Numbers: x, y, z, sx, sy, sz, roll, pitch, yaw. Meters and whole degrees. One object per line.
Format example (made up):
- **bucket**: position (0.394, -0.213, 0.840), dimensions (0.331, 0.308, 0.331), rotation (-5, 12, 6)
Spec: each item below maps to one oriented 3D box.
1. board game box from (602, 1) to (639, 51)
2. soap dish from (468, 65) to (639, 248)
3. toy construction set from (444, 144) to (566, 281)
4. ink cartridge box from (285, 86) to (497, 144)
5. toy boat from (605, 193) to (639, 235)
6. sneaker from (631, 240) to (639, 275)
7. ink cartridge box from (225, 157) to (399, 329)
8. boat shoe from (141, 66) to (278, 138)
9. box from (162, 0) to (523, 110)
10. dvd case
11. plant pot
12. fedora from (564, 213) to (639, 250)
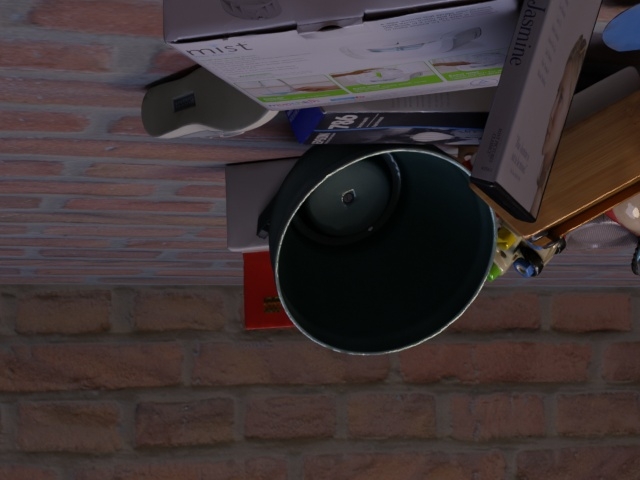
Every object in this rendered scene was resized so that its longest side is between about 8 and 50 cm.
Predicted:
- **board game box**: position (0.346, -0.221, 1.256), dimensions (0.168, 0.033, 0.133), rotation (-7, 166, -2)
- **soap dish**: position (0.299, -0.086, 1.544), dimensions (0.229, 0.118, 0.291), rotation (-29, 171, 11)
- **toy construction set**: position (0.260, -0.048, 1.983), dimensions (0.215, 0.151, 0.328), rotation (41, 174, 16)
- **ink cartridge box**: position (0.083, -0.154, 1.534), dimensions (0.332, 0.065, 0.165), rotation (0, 172, -9)
- **toy boat**: position (0.416, -0.097, 1.827), dimensions (0.151, 0.151, 0.231), rotation (26, -176, 25)
- **sneaker**: position (0.584, -0.016, 1.995), dimensions (0.262, 0.125, 0.104), rotation (-37, 157, 0)
- **ink cartridge box**: position (0.000, 0.000, 1.934), dimensions (0.275, 0.239, 0.060), rotation (-5, 172, 18)
- **boat shoe**: position (-0.105, -0.154, 1.482), dimensions (0.081, 0.079, 0.227), rotation (-6, -178, -43)
- **box**: position (0.039, -0.193, 1.053), dimensions (0.261, 0.127, 0.231), rotation (-5, 170, 19)
- **dvd case**: position (0.174, -0.146, 1.006), dimensions (0.022, 0.253, 0.180), rotation (16, 178, 20)
- **plant pot**: position (0.057, -0.026, 1.753), dimensions (0.293, 0.293, 0.196), rotation (1, -153, -19)
- **fedora**: position (0.431, -0.050, 2.086), dimensions (0.243, 0.124, 0.275), rotation (-1, 171, -2)
